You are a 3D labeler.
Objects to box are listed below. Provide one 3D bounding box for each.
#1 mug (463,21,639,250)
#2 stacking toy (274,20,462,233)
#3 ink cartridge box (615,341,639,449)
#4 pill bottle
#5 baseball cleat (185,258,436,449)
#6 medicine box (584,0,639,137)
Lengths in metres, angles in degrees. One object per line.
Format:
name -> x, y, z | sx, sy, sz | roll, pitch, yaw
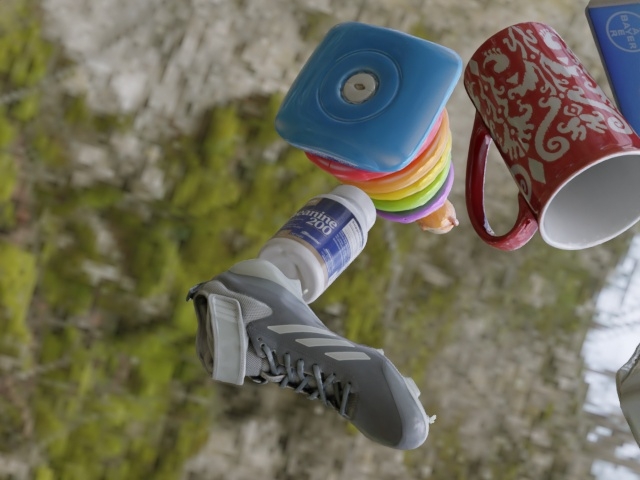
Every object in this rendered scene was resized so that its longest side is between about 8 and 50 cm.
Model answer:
mug -> 0.176, -0.084, 1.587 | 0.150, 0.113, 0.169 | -24, -125, -5
stacking toy -> 0.087, -0.087, 2.126 | 0.175, 0.302, 0.165 | 20, -110, 30
ink cartridge box -> 0.216, 0.029, 0.602 | 0.208, 0.153, 0.087 | -19, -80, 32
pill bottle -> 0.000, 0.000, 1.722 | 0.067, 0.067, 0.120 | -35, -172, 44
baseball cleat -> -0.018, 0.096, 1.407 | 0.206, 0.109, 0.072 | 39, -43, 32
medicine box -> 0.427, -0.153, 1.758 | 0.289, 0.263, 0.149 | -2, -145, 35
